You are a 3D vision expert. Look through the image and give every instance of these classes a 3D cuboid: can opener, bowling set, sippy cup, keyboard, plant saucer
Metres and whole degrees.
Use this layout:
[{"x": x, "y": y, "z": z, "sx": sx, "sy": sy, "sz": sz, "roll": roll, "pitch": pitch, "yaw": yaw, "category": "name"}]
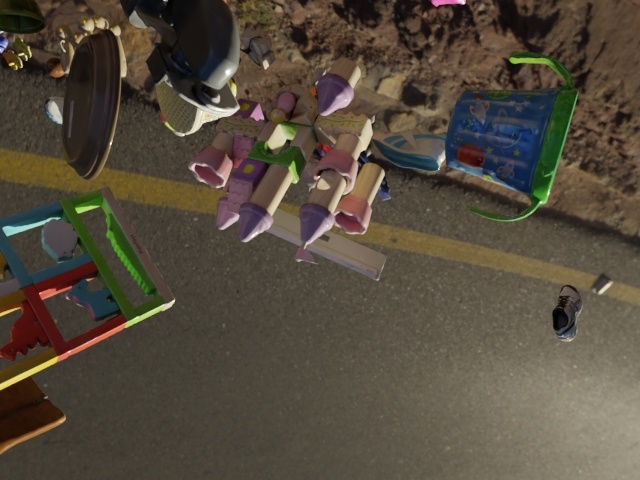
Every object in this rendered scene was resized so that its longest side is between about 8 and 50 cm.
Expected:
[{"x": -0.137, "y": -0.229, "z": 0.495, "sx": 0.093, "sy": 0.280, "sz": 0.074, "roll": -41, "pitch": 156, "yaw": 27, "category": "can opener"}, {"x": -0.670, "y": -0.536, "z": 1.484, "sx": 0.199, "sy": 0.287, "sz": 0.154, "roll": -5, "pitch": 100, "yaw": -4, "category": "bowling set"}, {"x": 0.386, "y": -0.214, "z": 1.122, "sx": 0.305, "sy": 0.224, "sz": 0.240, "roll": -62, "pitch": 156, "yaw": -26, "category": "sippy cup"}, {"x": 0.000, "y": 0.000, "z": 1.017, "sx": 0.256, "sy": 0.072, "sz": 0.014, "roll": 24, "pitch": 126, "yaw": 4, "category": "keyboard"}, {"x": -0.427, "y": -0.250, "z": 0.990, "sx": 0.041, "sy": 0.278, "sz": 0.278, "roll": 4, "pitch": 125, "yaw": -37, "category": "plant saucer"}]

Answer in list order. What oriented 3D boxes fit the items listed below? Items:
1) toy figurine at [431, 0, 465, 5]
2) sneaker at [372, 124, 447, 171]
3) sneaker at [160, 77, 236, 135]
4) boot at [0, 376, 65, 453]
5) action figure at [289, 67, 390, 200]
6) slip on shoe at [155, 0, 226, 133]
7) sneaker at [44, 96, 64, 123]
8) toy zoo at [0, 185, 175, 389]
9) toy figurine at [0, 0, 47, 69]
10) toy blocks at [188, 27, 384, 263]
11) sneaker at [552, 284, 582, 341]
[{"x": 0.153, "y": -0.329, "z": 0.597, "sx": 0.173, "sy": 0.159, "sz": 0.130, "roll": -1, "pitch": 152, "yaw": -8, "category": "toy figurine"}, {"x": 0.228, "y": -0.241, "z": 1.363, "sx": 0.092, "sy": 0.228, "sz": 0.087, "roll": -55, "pitch": 135, "yaw": -11, "category": "sneaker"}, {"x": -0.294, "y": -0.327, "z": 1.297, "sx": 0.208, "sy": 0.081, "sz": 0.094, "roll": -34, "pitch": 165, "yaw": 12, "category": "sneaker"}, {"x": -0.704, "y": 0.333, "z": 1.089, "sx": 0.096, "sy": 0.264, "sz": 0.280, "roll": -57, "pitch": 169, "yaw": 25, "category": "boot"}, {"x": 0.035, "y": -0.232, "z": 1.354, "sx": 0.178, "sy": 0.330, "sz": 0.341, "roll": -19, "pitch": 124, "yaw": 37, "category": "action figure"}, {"x": -0.230, "y": -0.361, "z": 1.004, "sx": 0.101, "sy": 0.123, "sz": 0.331, "roll": -26, "pitch": 131, "yaw": -58, "category": "slip on shoe"}, {"x": -0.655, "y": -0.330, "z": 1.477, "sx": 0.190, "sy": 0.083, "sz": 0.071, "roll": 34, "pitch": 75, "yaw": -48, "category": "sneaker"}, {"x": -0.354, "y": 0.058, "z": 0.659, "sx": 0.293, "sy": 0.192, "sz": 0.030, "roll": -27, "pitch": 170, "yaw": -38, "category": "toy zoo"}, {"x": -0.639, "y": -0.495, "z": 1.043, "sx": 0.191, "sy": 0.362, "sz": 0.217, "roll": 13, "pitch": 83, "yaw": -38, "category": "toy figurine"}, {"x": -0.084, "y": -0.113, "z": 0.831, "sx": 0.260, "sy": 0.288, "sz": 0.309, "roll": -63, "pitch": 154, "yaw": -27, "category": "toy blocks"}, {"x": 0.338, "y": 0.095, "z": 0.743, "sx": 0.037, "sy": 0.083, "sz": 0.032, "roll": 35, "pitch": 147, "yaw": -33, "category": "sneaker"}]
